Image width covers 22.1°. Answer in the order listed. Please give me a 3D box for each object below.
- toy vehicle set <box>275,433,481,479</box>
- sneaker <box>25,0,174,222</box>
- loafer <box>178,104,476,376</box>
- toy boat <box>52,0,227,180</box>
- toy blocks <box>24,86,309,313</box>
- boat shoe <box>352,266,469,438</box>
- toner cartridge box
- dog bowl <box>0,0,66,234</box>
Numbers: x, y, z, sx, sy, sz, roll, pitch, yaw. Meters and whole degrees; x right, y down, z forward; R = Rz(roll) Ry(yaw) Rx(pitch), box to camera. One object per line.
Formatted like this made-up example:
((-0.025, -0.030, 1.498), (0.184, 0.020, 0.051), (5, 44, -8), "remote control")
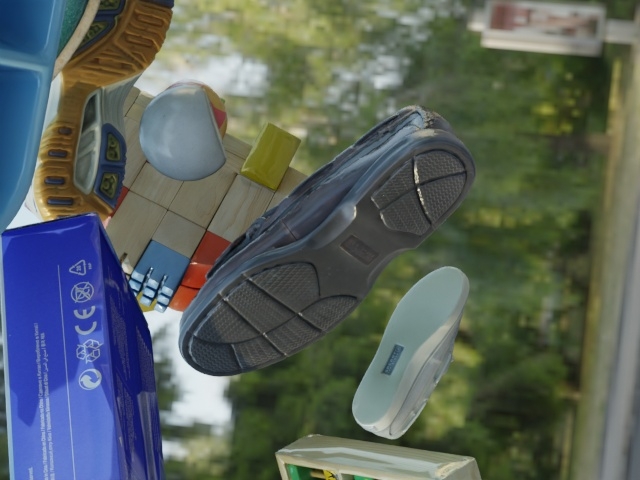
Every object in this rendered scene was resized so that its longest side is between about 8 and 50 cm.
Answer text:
((0.068, 0.267, 1.131), (0.035, 0.166, 0.267), (-26, -74, -38), "toy vehicle set")
((-0.227, -0.161, 1.533), (0.131, 0.111, 0.296), (21, 94, 61), "sneaker")
((0.000, 0.000, 1.406), (0.109, 0.302, 0.095), (43, -165, -33), "loafer")
((-0.201, -0.149, 1.158), (0.267, 0.318, 0.148), (-58, 10, 10), "toy boat")
((-0.178, -0.016, 1.843), (0.261, 0.381, 0.191), (-64, 2, -41), "toy blocks")
((0.121, 0.141, 2.028), (0.081, 0.079, 0.227), (39, -101, -48), "boat shoe")
((-0.151, 0.171, 1.095), (0.165, 0.075, 0.348), (78, -178, -56), "toner cartridge box")
((-0.238, -0.122, 1.017), (0.166, 0.074, 0.297), (6, -83, -49), "dog bowl")
